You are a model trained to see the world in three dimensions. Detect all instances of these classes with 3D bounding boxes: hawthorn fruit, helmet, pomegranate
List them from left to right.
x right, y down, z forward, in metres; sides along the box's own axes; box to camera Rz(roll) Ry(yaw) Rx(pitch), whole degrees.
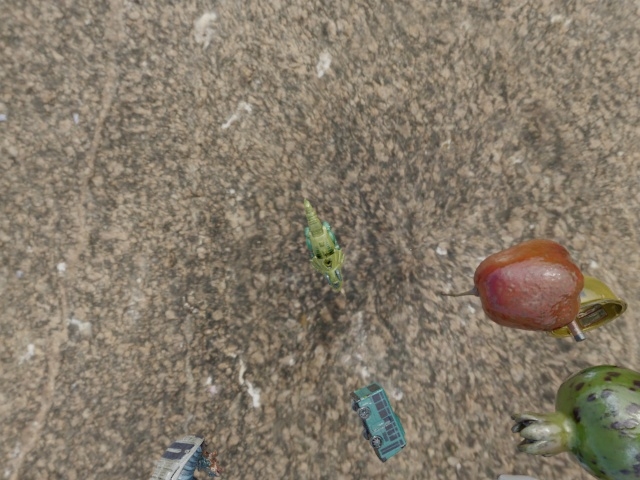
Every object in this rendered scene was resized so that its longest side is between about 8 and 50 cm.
[{"bbox_3d":[0.312,0.078,0.752,0.204,0.162,0.162,-10,87,3],"label":"hawthorn fruit"},{"bbox_3d":[0.677,0.158,1.225,0.205,0.257,0.140,-34,50,27],"label":"helmet"},{"bbox_3d":[0.564,0.370,0.953,0.306,0.242,0.242,9,91,21],"label":"pomegranate"}]

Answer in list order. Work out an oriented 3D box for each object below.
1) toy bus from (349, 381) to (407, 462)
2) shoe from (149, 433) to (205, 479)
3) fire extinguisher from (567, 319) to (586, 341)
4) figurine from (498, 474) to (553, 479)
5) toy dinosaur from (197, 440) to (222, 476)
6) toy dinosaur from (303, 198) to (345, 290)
[{"bbox_3d":[0.140,0.431,1.095,0.092,0.079,0.160,-23,89,-10],"label":"toy bus"},{"bbox_3d":[-0.323,0.546,1.045,0.092,0.207,0.106,-15,127,39],"label":"shoe"},{"bbox_3d":[0.548,0.182,1.004,0.028,0.023,0.083,-40,52,32],"label":"fire extinguisher"},{"bbox_3d":[0.454,0.591,0.963,0.208,0.129,0.183,55,131,39],"label":"figurine"},{"bbox_3d":[-0.291,0.529,1.118,0.154,0.055,0.049,18,124,35],"label":"toy dinosaur"},{"bbox_3d":[0.000,0.000,1.189,0.094,0.153,0.259,-21,110,-1],"label":"toy dinosaur"}]
